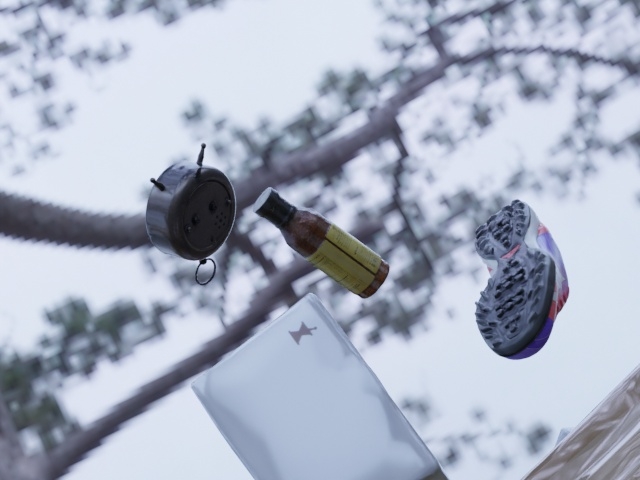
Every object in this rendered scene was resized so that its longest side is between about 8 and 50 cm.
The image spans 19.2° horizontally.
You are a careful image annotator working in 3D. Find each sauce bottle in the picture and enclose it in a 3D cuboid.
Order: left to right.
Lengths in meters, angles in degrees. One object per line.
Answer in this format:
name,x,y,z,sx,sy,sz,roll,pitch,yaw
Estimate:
sauce bottle,0.000,0.000,1.622,0.042,0.128,0.042,-47,16,18

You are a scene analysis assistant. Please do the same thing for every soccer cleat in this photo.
soccer cleat,0.246,0.062,2.186,0.108,0.116,0.318,-37,18,16

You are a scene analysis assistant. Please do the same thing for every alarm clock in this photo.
alarm clock,-0.165,-0.022,2.525,0.129,0.064,0.192,-38,-48,-38

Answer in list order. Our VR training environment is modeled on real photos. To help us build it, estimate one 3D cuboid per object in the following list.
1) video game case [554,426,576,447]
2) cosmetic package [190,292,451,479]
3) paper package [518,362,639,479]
video game case,0.339,0.330,2.459,0.173,0.022,0.190,4,-71,-47
cosmetic package,0.036,0.250,2.039,0.161,0.230,0.453,-36,-23,-2
paper package,0.285,0.217,1.125,0.309,0.325,0.168,-45,11,9
